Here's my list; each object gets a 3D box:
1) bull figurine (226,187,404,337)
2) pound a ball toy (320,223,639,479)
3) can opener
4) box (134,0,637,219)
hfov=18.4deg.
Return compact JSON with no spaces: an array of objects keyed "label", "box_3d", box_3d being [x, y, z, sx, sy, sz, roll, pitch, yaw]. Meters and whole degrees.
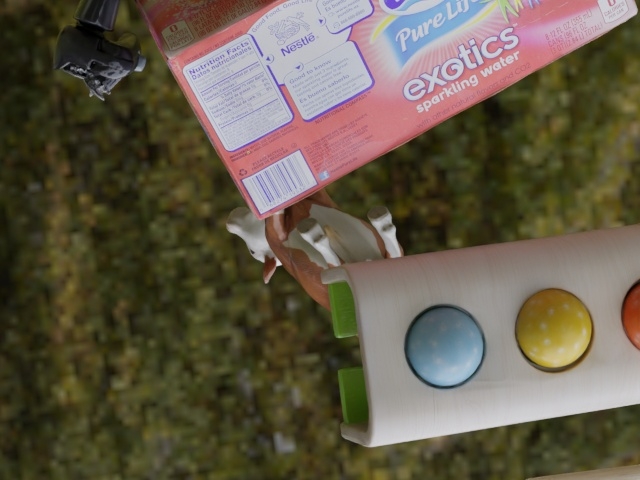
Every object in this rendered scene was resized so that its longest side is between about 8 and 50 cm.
[{"label":"bull figurine","box_3d":[0.000,0.000,2.071,0.101,0.188,0.310,-39,-135,-16]},{"label":"pound a ball toy","box_3d":[0.177,0.099,1.399,0.319,0.208,0.136,-7,180,-14]},{"label":"can opener","box_3d":[-0.146,-0.136,1.378,0.059,0.073,0.186,31,-178,-3]},{"label":"box","box_3d":[0.039,-0.170,1.346,0.300,0.154,0.142,-29,-143,0]}]
